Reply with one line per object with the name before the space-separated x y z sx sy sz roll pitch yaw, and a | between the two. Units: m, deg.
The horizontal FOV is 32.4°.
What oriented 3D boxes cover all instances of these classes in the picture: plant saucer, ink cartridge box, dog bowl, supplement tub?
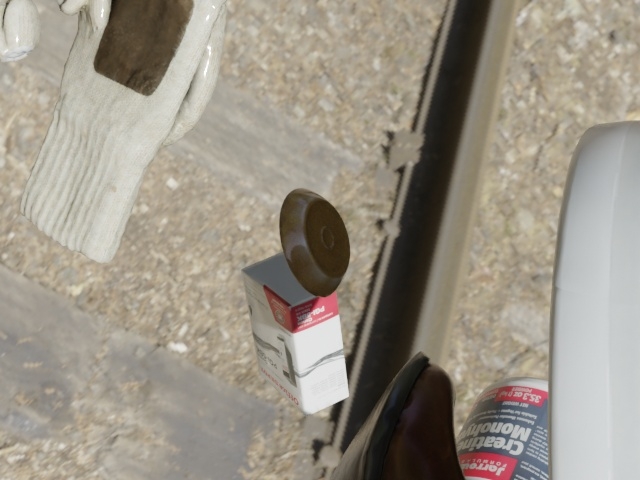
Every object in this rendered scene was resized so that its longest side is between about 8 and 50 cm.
plant saucer | 0.000 0.000 0.810 0.083 0.015 0.083 30 53 -49
ink cartridge box | -0.025 0.094 1.112 0.056 0.099 0.135 -23 123 -25
dog bowl | 0.164 0.082 0.425 0.265 0.104 0.265 -4 90 -67
supplement tub | 0.242 0.324 1.389 0.191 0.191 0.272 43 47 -7

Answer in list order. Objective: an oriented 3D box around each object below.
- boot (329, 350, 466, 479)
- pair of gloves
boot | 0.133 0.207 0.604 0.280 0.096 0.264 25 34 -4
pair of gloves | -0.163 -0.129 0.638 0.240 0.204 0.042 38 12 24
